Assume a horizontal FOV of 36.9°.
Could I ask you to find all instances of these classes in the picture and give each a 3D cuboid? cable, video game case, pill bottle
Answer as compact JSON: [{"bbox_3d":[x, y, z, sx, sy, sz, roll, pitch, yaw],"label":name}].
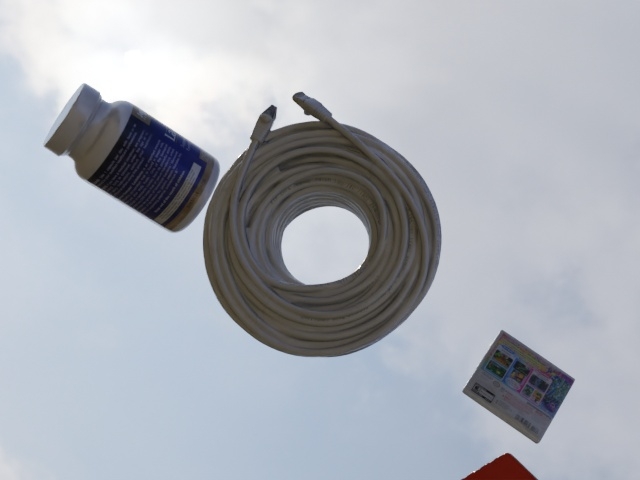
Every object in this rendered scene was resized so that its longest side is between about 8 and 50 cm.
[{"bbox_3d":[0.000,0.000,1.038,0.257,0.257,0.089,32,-10,10],"label":"cable"},{"bbox_3d":[0.348,0.255,1.681,0.157,0.143,0.019,34,-28,9],"label":"video game case"},{"bbox_3d":[-0.312,-0.138,1.591,0.264,0.153,0.153,33,-29,-23],"label":"pill bottle"}]

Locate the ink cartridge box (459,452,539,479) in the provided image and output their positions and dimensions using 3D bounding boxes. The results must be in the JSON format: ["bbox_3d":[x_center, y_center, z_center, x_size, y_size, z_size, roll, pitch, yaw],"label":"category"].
[{"bbox_3d":[0.217,0.465,1.195,0.308,0.091,0.385,45,-43,6],"label":"ink cartridge box"}]
